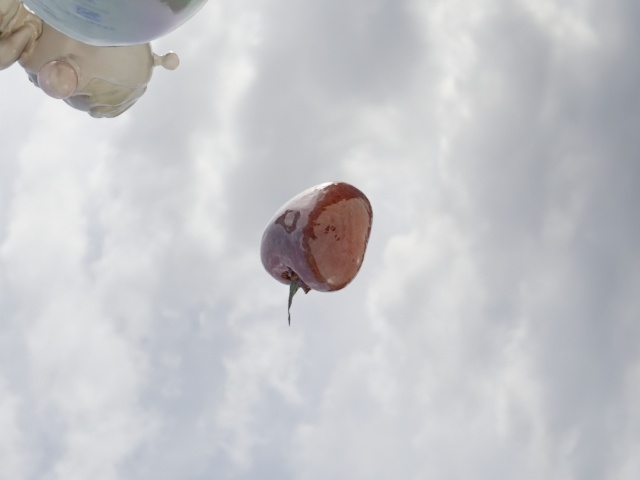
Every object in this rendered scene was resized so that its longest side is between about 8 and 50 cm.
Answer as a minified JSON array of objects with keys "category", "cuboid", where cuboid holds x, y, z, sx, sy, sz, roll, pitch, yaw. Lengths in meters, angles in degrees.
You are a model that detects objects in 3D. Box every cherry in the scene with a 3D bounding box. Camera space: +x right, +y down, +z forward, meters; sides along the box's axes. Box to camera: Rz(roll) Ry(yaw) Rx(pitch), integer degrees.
[{"category":"cherry","cuboid":[-0.006,-0.003,1.022,0.087,0.106,0.126,49,-140,-38]}]

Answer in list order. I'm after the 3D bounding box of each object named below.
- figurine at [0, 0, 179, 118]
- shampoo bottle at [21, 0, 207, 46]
[{"category":"figurine","cuboid":[-0.270,-0.211,1.104,0.256,0.182,0.145,24,-96,-36]},{"category":"shampoo bottle","cuboid":[-0.146,-0.252,0.680,0.151,0.349,0.222,-40,-89,-12]}]
